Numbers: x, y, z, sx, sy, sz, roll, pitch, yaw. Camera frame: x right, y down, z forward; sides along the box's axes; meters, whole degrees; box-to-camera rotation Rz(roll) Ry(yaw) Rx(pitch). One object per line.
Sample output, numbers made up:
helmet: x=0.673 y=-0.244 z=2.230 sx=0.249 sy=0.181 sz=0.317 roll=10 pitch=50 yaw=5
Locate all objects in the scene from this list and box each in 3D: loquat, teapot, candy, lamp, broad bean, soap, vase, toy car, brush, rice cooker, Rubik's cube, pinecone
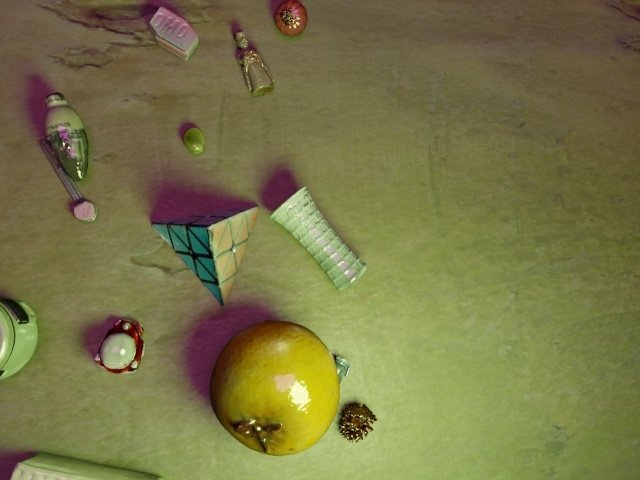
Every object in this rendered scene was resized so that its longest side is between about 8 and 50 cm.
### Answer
loquat: x=-0.104 y=0.350 z=1.170 sx=0.328 sy=0.328 sz=0.359 roll=37 pitch=31 yaw=-3
teapot: x=0.052 y=0.377 z=1.314 sx=0.063 sy=0.049 sz=0.083 roll=31 pitch=75 yaw=-5
candy: x=-0.562 y=0.649 z=1.094 sx=0.358 sy=0.145 sz=0.208 roll=15 pitch=76 yaw=-9
lamp: x=-0.689 y=-0.281 z=1.256 sx=0.101 sy=0.101 sz=0.250 roll=-18 pitch=92 yaw=-14
broad bean: x=-0.371 y=-0.294 z=1.352 sx=0.063 sy=0.045 sz=0.083 roll=-12 pitch=75 yaw=-14
soap: x=-0.444 y=-0.627 z=1.389 sx=0.149 sy=0.056 sz=0.100 roll=30 pitch=73 yaw=-5
vase: x=0.000 y=0.000 z=1.329 sx=0.143 sy=0.143 sz=0.299 roll=-42 pitch=93 yaw=-15
toy car: x=-0.516 y=0.274 z=1.185 sx=0.112 sy=0.112 sz=0.139 roll=14 pitch=78 yaw=-8
brush: x=-0.700 y=-0.167 z=1.270 sx=0.062 sy=0.027 sz=0.266 roll=-32 pitch=87 yaw=-15
lamp: x=-0.093 y=-0.701 z=1.454 sx=0.107 sy=0.092 sz=0.108 roll=3 pitch=104 yaw=14
rice cooker: x=-0.802 y=0.228 z=1.070 sx=0.225 sy=0.244 sz=0.226 roll=1 pitch=82 yaw=-8
Rubik's cube: x=-0.298 y=0.003 z=1.261 sx=0.229 sy=0.233 sz=0.228 roll=-41 pitch=135 yaw=19
pinecone: x=0.098 y=0.506 z=1.284 sx=0.102 sy=0.102 sz=0.109 roll=43 pitch=103 yaw=-2

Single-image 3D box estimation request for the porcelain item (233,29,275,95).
porcelain item: x=-0.214 y=-0.557 z=1.425 sx=0.084 sy=0.054 sz=0.213 roll=-22 pitch=84 yaw=-16
